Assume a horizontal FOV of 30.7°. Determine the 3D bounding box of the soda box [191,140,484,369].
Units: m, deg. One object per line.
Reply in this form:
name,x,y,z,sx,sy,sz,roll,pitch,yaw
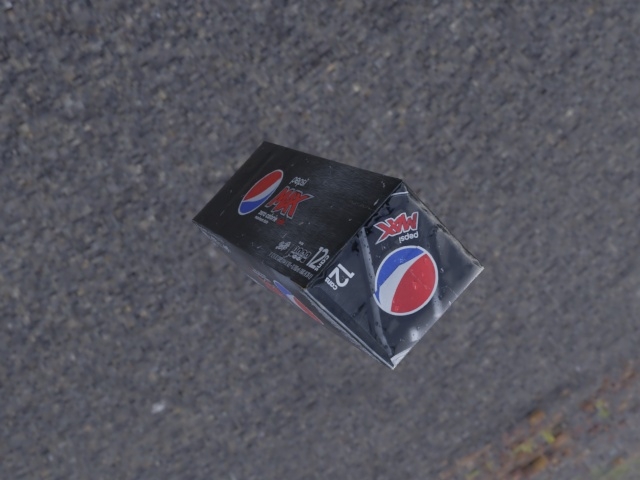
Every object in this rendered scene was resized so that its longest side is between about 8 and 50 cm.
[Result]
soda box,0.000,0.000,0.518,0.060,0.169,0.053,-47,113,-7
